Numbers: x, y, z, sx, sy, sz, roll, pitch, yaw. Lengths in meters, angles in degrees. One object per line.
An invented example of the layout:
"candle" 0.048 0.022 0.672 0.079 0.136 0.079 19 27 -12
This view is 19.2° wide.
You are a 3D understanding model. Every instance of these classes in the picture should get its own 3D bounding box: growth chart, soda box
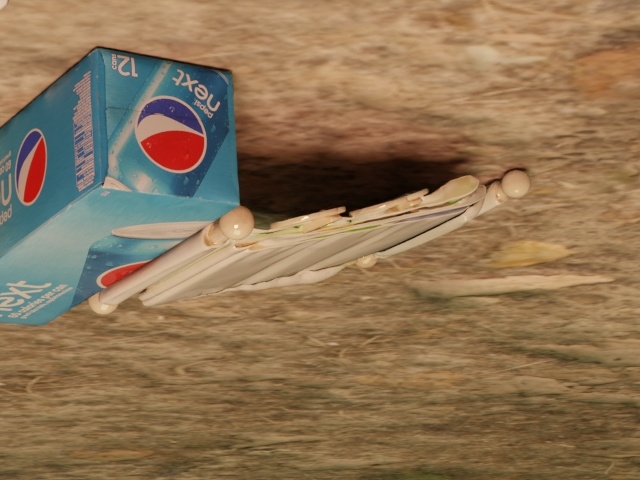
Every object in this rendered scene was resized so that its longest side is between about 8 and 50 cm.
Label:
"growth chart" 0.000 0.000 0.975 0.237 0.021 0.172 -9 168 -45
"soda box" -0.121 -0.019 0.904 0.071 0.067 0.210 7 160 -32

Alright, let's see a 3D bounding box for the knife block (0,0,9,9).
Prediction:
"knife block" -0.168 -0.110 0.357 0.242 0.088 0.275 30 153 -8
